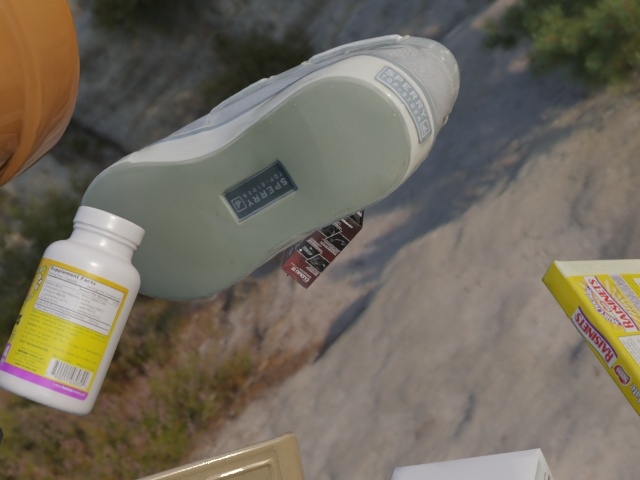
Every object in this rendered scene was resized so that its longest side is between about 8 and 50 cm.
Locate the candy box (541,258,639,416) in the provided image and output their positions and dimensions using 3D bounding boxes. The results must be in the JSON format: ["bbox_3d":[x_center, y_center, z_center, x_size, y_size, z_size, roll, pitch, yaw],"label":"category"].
[{"bbox_3d":[0.250,0.092,0.824,0.206,0.105,0.027,61,139,37],"label":"candy box"}]

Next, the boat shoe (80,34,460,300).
[{"bbox_3d":[-0.025,-0.033,0.559,0.227,0.079,0.081,-21,14,42],"label":"boat shoe"}]

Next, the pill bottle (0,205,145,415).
[{"bbox_3d":[-0.104,0.029,0.496,0.043,0.043,0.083,3,70,59],"label":"pill bottle"}]

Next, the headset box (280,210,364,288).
[{"bbox_3d":[0.000,0.000,1.017,0.083,0.032,0.062,-47,9,17],"label":"headset box"}]

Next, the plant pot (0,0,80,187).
[{"bbox_3d":[-0.360,-0.127,0.892,0.291,0.291,0.203,-29,19,33],"label":"plant pot"}]

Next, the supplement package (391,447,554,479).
[{"bbox_3d":[0.202,0.420,1.389,0.199,0.263,0.198,-13,28,27],"label":"supplement package"}]

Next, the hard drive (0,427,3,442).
[{"bbox_3d":[-0.209,0.065,0.489,0.135,0.094,0.022,7,76,44],"label":"hard drive"}]

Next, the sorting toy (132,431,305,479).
[{"bbox_3d":[-0.106,0.371,1.241,0.229,0.307,0.041,-16,17,-20],"label":"sorting toy"}]
